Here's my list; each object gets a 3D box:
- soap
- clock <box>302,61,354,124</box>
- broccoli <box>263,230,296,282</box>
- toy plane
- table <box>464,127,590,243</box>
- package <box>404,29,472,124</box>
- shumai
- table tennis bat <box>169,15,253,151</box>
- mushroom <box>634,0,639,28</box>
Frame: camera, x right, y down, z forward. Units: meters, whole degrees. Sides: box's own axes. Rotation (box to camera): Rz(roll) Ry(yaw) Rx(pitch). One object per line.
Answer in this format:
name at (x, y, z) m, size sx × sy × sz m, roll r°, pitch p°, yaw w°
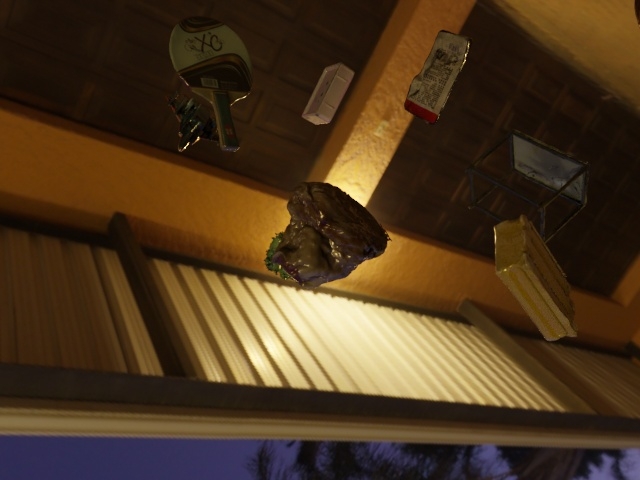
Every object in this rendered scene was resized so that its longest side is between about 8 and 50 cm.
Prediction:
soap at (0.563, 0.100, 1.554) m, size 0.315 × 0.091 × 0.199 m, roll 45°, pitch -142°, yaw -30°
clock at (0.025, -0.496, 2.025) m, size 0.063 × 0.197 × 0.150 m, roll 27°, pitch 177°, yaw -23°
broccoli at (-0.094, 0.041, 1.799) m, size 0.219 × 0.194 × 0.194 m, roll 51°, pitch -155°, yaw 24°
toy plane at (-0.367, -0.333, 1.729) m, size 0.223 × 0.104 × 0.326 m, roll 38°, pitch -162°, yaw -20°
table at (0.751, -0.195, 2.189) m, size 0.335 × 0.272 × 0.222 m, roll 38°, pitch 160°, yaw 39°
package at (0.313, -0.448, 1.621) m, size 0.030 × 0.239 × 0.154 m, roll 13°, pitch -159°, yaw -35°
shumai at (-0.003, -0.003, 1.155) m, size 0.184 × 0.185 × 0.218 m, roll 59°, pitch -159°, yaw 18°
table tennis bat at (-0.208, -0.316, 1.180) m, size 0.173 × 0.022 × 0.301 m, roll -2°, pitch -109°, yaw -32°
mushroom at (0.846, -0.537, 1.344) m, size 0.283 × 0.263 × 0.195 m, roll -7°, pitch 172°, yaw -7°
